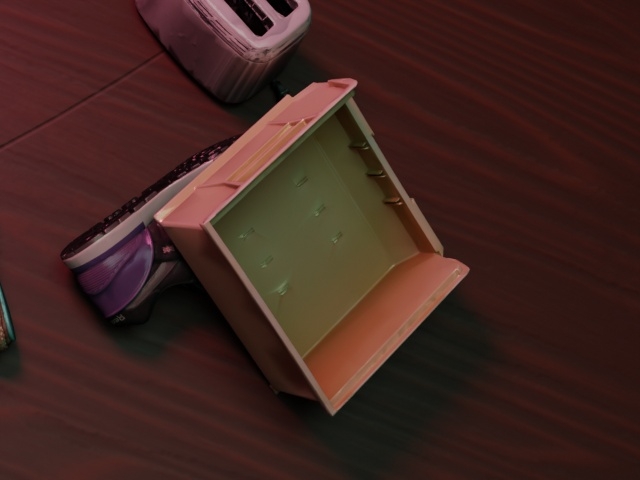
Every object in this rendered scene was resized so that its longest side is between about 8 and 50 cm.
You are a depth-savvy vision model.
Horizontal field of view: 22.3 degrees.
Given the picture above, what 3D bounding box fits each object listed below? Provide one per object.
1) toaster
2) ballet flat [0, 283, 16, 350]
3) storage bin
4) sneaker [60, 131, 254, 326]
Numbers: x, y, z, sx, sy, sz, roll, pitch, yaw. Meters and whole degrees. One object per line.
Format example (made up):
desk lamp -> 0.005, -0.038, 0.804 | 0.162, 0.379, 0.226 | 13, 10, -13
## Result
toaster -> -0.103, -0.258, 1.851 | 0.129, 0.146, 0.227 | -40, 89, -24
ballet flat -> -0.375, 0.021, 1.718 | 0.067, 0.073, 0.206 | -13, 74, -7
storage bin -> 0.000, 0.000, 1.765 | 0.260, 0.123, 0.262 | -44, 115, -24
sneaker -> -0.144, -0.012, 1.801 | 0.283, 0.107, 0.124 | -37, 102, -21
